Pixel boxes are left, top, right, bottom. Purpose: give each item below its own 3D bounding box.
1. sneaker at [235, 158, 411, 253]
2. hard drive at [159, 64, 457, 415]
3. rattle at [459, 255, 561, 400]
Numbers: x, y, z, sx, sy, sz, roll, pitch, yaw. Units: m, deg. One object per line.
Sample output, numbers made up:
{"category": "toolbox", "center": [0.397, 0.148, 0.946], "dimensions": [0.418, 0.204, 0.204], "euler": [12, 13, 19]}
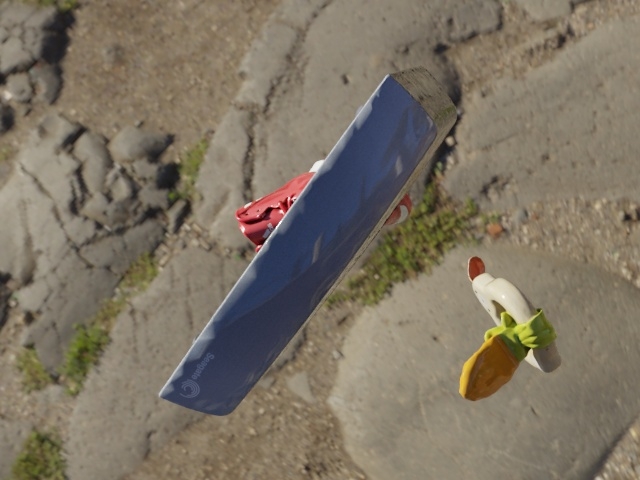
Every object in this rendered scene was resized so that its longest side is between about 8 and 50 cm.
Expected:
{"category": "sneaker", "center": [-0.003, -0.023, 1.065], "dimensions": [0.128, 0.221, 0.087], "euler": [-33, 97, -16]}
{"category": "hard drive", "center": [0.000, 0.000, 0.736], "dimensions": [0.054, 0.172, 0.254], "euler": [37, 106, 4]}
{"category": "rattle", "center": [0.198, 0.111, 1.368], "dimensions": [0.143, 0.130, 0.200], "euler": [-47, 41, 2]}
